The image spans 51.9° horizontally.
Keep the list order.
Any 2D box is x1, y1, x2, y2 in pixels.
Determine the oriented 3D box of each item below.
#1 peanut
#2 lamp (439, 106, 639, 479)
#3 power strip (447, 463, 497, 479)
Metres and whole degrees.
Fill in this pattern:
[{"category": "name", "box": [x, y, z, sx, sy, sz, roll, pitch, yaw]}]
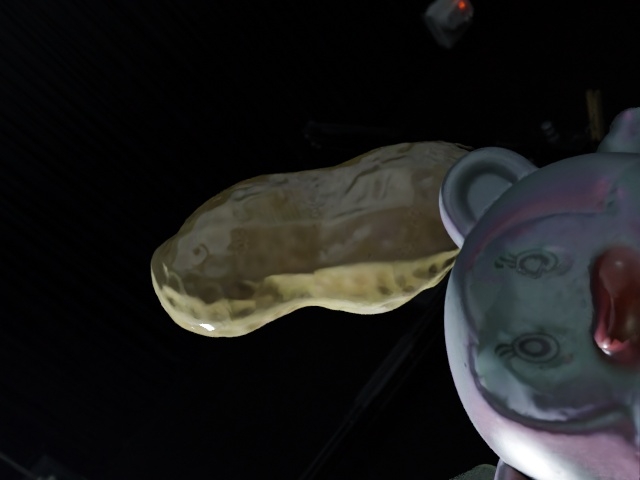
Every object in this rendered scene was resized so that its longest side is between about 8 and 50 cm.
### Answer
[{"category": "peanut", "box": [0.000, 0.000, 0.594, 0.313, 0.149, 0.149, -11, -146, -1]}, {"category": "lamp", "box": [0.227, 0.040, 0.383, 0.301, 0.247, 0.247, -13, -102, 16]}, {"category": "power strip", "box": [0.134, 0.272, 0.493, 0.059, 0.194, 0.265, -7, -175, -34]}]
